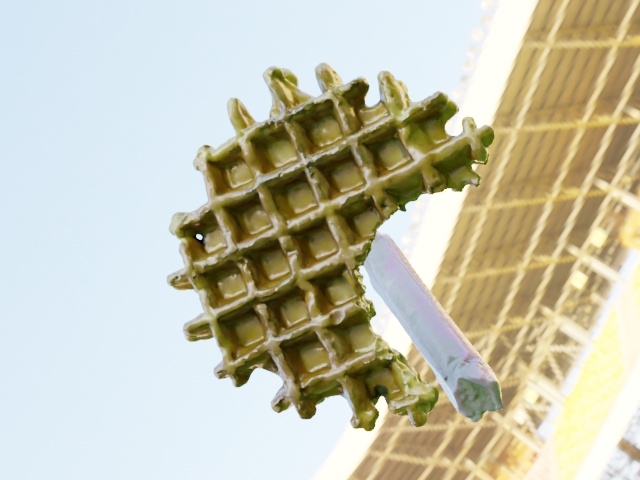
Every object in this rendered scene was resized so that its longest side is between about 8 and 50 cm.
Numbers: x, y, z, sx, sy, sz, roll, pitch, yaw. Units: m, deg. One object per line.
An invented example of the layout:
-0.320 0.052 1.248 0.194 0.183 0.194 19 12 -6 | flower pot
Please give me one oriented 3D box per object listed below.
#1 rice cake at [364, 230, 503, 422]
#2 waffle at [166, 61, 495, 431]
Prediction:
0.102 0.076 1.051 0.049 0.270 0.055 -37 -49 4 | rice cake
0.000 0.000 0.875 0.069 0.260 0.292 11 -85 -73 | waffle
